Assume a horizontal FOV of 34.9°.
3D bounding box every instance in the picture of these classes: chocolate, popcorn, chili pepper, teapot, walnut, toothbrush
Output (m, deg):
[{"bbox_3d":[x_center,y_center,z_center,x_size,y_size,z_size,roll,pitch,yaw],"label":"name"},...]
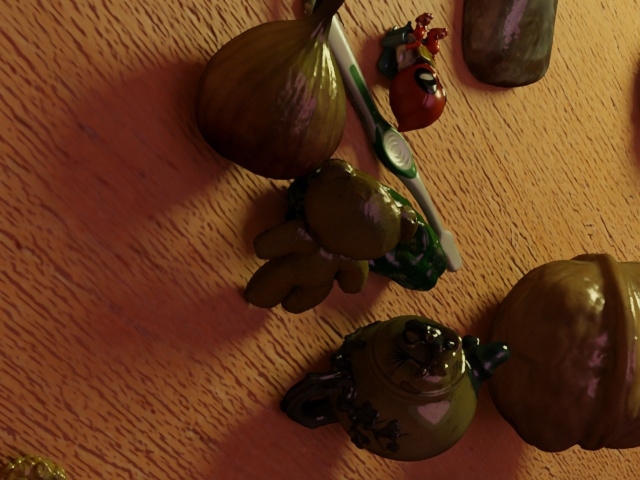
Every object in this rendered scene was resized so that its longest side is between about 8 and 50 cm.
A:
[{"bbox_3d":[0.271,-0.332,1.356,0.157,0.080,0.253,0,96,-46],"label":"chocolate"},{"bbox_3d":[-0.258,0.231,0.904,0.083,0.057,0.082,-13,104,-42],"label":"popcorn"},{"bbox_3d":[0.061,-0.017,1.187,0.253,0.083,0.099,27,86,-41],"label":"chili pepper"},{"bbox_3d":[0.090,0.155,1.161,0.270,0.173,0.182,-4,142,-18],"label":"teapot"},{"bbox_3d":[0.380,0.151,1.415,0.297,0.285,0.285,4,94,-9],"label":"walnut"},{"bbox_3d":[0.083,-0.117,1.220,0.042,0.040,0.418,-46,126,-24],"label":"toothbrush"}]

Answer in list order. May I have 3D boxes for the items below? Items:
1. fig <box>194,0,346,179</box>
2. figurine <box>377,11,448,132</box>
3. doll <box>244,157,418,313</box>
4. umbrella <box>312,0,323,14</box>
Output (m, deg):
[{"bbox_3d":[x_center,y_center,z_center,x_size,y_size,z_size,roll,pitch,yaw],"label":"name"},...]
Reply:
[{"bbox_3d":[-0.037,-0.176,1.003,0.160,0.143,0.230,-4,110,-41],"label":"fig"},{"bbox_3d":[0.110,-0.193,1.206,0.068,0.075,0.140,29,58,-45],"label":"figurine"},{"bbox_3d":[0.000,0.000,1.067,0.137,0.209,0.097,28,38,-25],"label":"doll"},{"bbox_3d":[-0.009,-0.237,1.100,0.044,0.044,0.268,-102,-156,-86],"label":"umbrella"}]
